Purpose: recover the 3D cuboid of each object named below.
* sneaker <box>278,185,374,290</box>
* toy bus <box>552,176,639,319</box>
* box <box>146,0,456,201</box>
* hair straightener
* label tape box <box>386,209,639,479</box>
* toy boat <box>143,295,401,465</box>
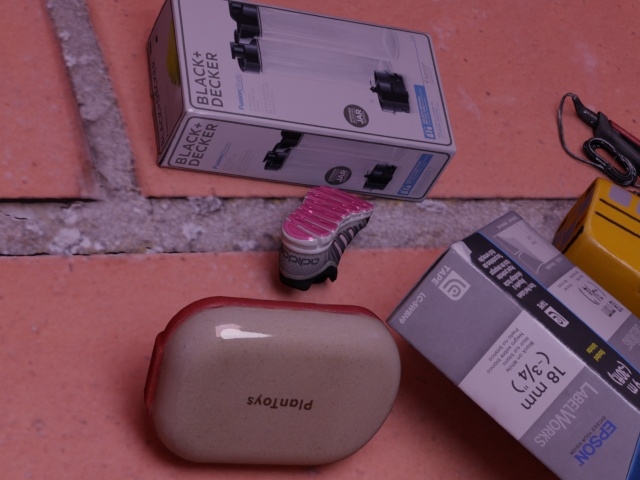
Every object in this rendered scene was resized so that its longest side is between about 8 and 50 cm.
[{"bbox_3d":[0.000,0.000,1.704,0.063,0.075,0.170,21,23,13],"label":"sneaker"},{"bbox_3d":[0.394,0.076,1.805,0.332,0.108,0.130,28,46,-3],"label":"toy bus"},{"bbox_3d":[-0.021,-0.144,1.783,0.290,0.087,0.169,8,52,-21],"label":"box"},{"bbox_3d":[0.348,-0.079,1.942,0.230,0.047,0.089,42,48,9],"label":"hair straightener"},{"bbox_3d":[0.243,0.130,1.624,0.333,0.106,0.240,42,19,9],"label":"label tape box"},{"bbox_3d":[-0.048,0.107,1.561,0.231,0.151,0.151,5,24,-23],"label":"toy boat"}]
